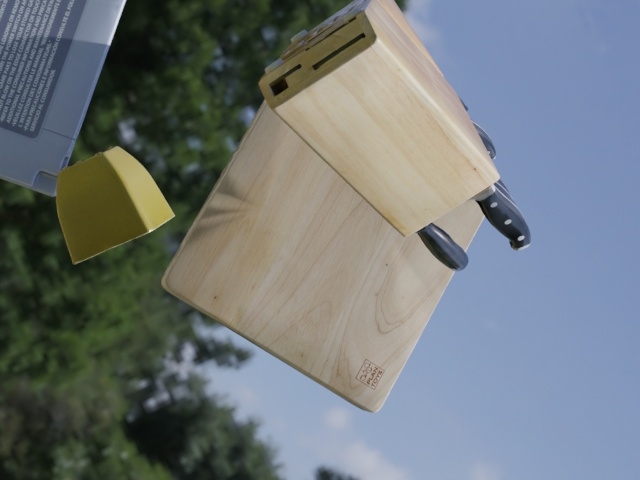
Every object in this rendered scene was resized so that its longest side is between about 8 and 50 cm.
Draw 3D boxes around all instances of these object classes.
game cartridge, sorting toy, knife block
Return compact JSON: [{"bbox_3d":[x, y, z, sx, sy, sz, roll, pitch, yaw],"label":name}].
[{"bbox_3d":[-0.303,-0.214,1.618,0.062,0.198,0.297,-160,-89,-81],"label":"game cartridge"},{"bbox_3d":[0.000,0.000,1.670,0.255,0.257,0.089,32,-12,-15],"label":"sorting toy"},{"bbox_3d":[0.071,-0.062,1.209,0.242,0.088,0.276,55,13,-8],"label":"knife block"}]

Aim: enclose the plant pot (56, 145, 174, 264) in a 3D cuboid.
[{"bbox_3d":[-0.194,-0.037,1.494,0.083,0.081,0.081,65,15,-6],"label":"plant pot"}]
